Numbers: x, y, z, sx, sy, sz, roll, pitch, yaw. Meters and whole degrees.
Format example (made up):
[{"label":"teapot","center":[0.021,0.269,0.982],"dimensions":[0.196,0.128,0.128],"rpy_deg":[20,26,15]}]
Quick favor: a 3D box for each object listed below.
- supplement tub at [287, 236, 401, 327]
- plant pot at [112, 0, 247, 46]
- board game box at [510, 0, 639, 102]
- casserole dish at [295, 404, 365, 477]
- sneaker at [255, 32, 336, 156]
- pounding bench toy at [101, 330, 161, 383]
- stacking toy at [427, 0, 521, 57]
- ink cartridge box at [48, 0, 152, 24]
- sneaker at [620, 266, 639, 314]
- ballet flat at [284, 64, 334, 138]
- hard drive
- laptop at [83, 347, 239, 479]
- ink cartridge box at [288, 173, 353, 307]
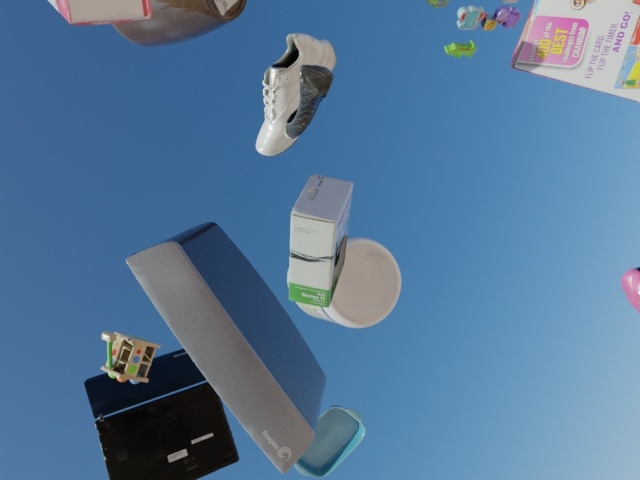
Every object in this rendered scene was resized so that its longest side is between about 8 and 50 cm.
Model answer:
[{"label":"supplement tub","center":[0.050,0.111,1.480],"dimensions":[0.235,0.325,0.235],"rpy_deg":[1,-92,-22]},{"label":"plant pot","center":[-0.251,-0.462,0.974],"dimensions":[0.215,0.230,0.215],"rpy_deg":[-29,-52,-45]},{"label":"board game box","center":[0.463,-0.316,0.725],"dimensions":[0.064,0.317,0.242],"rpy_deg":[-62,-12,-46]},{"label":"casserole dish","center":[0.016,0.448,1.195],"dimensions":[0.114,0.037,0.188],"rpy_deg":[42,-86,-12]},{"label":"sneaker","center":[-0.086,-0.334,1.210],"dimensions":[0.129,0.111,0.297],"rpy_deg":[9,-67,-47]},{"label":"pounding bench toy","center":[-0.293,0.173,0.782],"dimensions":[0.083,0.052,0.065],"rpy_deg":[31,-108,-49]},{"label":"stacking toy","center":[0.329,-0.438,1.036],"dimensions":[0.221,0.167,0.052],"rpy_deg":[-7,-29,-9]},{"label":"ink cartridge box","center":[-0.272,-0.346,0.576],"dimensions":[0.092,0.218,0.158],"rpy_deg":[-19,-47,-27]},{"label":"sneaker","center":[0.338,0.069,0.453],"dimensions":[0.075,0.170,0.063],"rpy_deg":[-50,2,17]},{"label":"ballet flat","center":[-0.026,-0.205,0.782],"dimensions":[0.049,0.173,0.057],"rpy_deg":[24,-114,-10]},{"label":"hard drive","center":[-0.082,0.096,0.565],"dimensions":[0.054,0.172,0.254],"rpy_deg":[-34,-85,11]},{"label":"laptop","center":[-0.326,0.361,1.070],"dimensions":[0.234,0.264,0.136],"rpy_deg":[-14,-16,-27]},{"label":"ink cartridge box","center":[0.000,0.000,1.023],"dimensions":[0.153,0.087,0.208],"rpy_deg":[-66,-16,-50]}]
